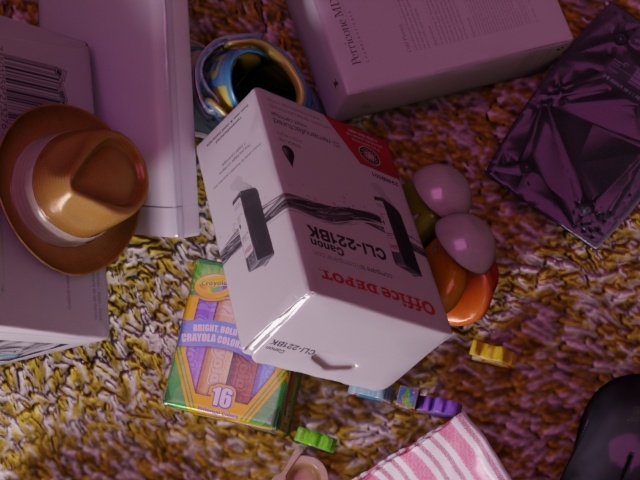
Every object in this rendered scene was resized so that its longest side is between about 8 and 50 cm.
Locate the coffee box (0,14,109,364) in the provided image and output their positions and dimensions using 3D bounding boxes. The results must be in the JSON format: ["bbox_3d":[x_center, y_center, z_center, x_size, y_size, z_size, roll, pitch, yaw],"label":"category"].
[{"bbox_3d":[-0.465,-0.045,1.373,0.334,0.338,0.337,-15,74,36],"label":"coffee box"}]

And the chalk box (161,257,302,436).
[{"bbox_3d":[-0.078,0.098,1.467,0.132,0.132,0.213,13,81,9],"label":"chalk box"}]

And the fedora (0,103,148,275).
[{"bbox_3d":[-0.235,-0.059,1.330,0.079,0.194,0.194,-15,74,37],"label":"fedora"}]

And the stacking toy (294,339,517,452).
[{"bbox_3d":[0.093,0.177,1.478,0.221,0.052,0.167,14,78,10],"label":"stacking toy"}]

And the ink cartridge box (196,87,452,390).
[{"bbox_3d":[0.000,0.000,1.359,0.114,0.197,0.273,-42,47,32],"label":"ink cartridge box"}]

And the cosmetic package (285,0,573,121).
[{"bbox_3d":[0.088,-0.348,1.525,0.284,0.097,0.377,-14,76,-19],"label":"cosmetic package"}]

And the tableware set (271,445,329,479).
[{"bbox_3d":[-0.011,0.321,1.469,0.169,0.020,0.141,36,84,11],"label":"tableware set"}]

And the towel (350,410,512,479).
[{"bbox_3d":[0.116,0.293,1.416,0.197,0.029,0.144,-35,89,15],"label":"towel"}]

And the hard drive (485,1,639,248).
[{"bbox_3d":[0.325,-0.130,1.514,0.172,0.054,0.254,35,83,12],"label":"hard drive"}]

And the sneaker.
[{"bbox_3d":[-0.143,-0.188,1.495,0.319,0.208,0.127,15,81,9],"label":"sneaker"}]

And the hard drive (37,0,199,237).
[{"bbox_3d":[-0.231,-0.186,1.468,0.233,0.047,0.353,5,100,44],"label":"hard drive"}]

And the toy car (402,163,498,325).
[{"bbox_3d":[0.134,0.017,1.463,0.159,0.136,0.182,-46,44,28],"label":"toy car"}]

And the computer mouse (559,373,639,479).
[{"bbox_3d":[0.327,0.274,1.419,0.188,0.072,0.272,16,80,10],"label":"computer mouse"}]
